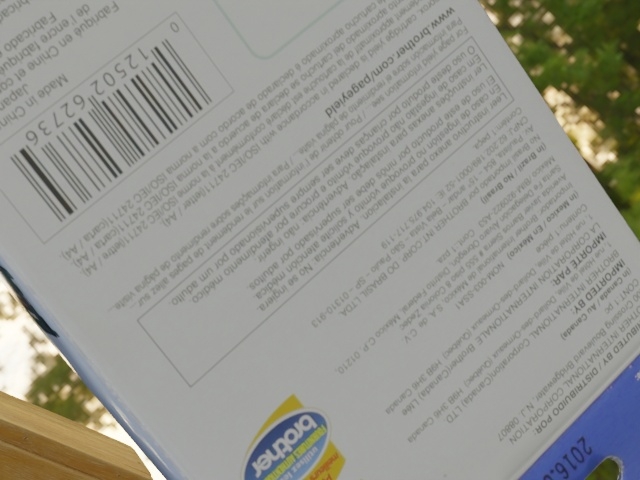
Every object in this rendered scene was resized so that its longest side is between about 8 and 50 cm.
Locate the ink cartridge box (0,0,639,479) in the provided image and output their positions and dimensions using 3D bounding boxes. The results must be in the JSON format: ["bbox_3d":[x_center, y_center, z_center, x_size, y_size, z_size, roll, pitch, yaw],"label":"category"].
[{"bbox_3d":[0.000,0.000,0.435,0.186,0.311,0.065,-41,12,-18],"label":"ink cartridge box"}]

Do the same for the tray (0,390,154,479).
[{"bbox_3d":[-0.343,0.173,0.875,0.203,0.411,0.076,-60,28,1],"label":"tray"}]
